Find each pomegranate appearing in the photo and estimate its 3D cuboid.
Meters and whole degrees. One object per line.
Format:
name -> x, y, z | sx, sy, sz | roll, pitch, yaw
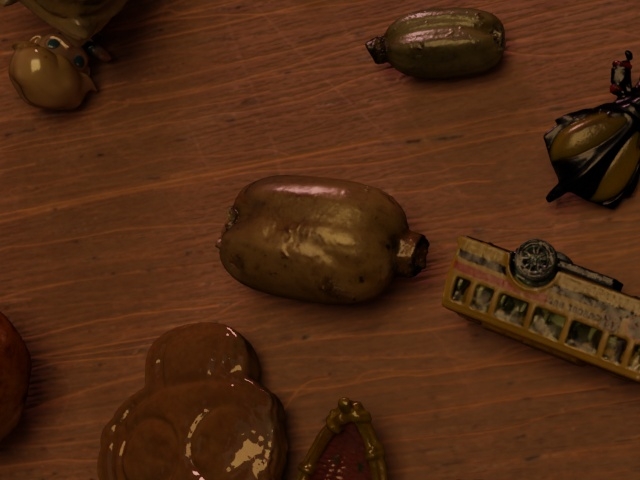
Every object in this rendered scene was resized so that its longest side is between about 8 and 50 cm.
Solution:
pomegranate -> -0.503, 0.180, 1.826 | 0.248, 0.248, 0.248 | -6, 71, 17

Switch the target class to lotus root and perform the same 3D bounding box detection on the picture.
lotus root -> 0.151, -0.257, 1.829 | 0.183, 0.077, 0.090 | -4, 64, 14
lotus root -> 0.000, 0.000, 1.759 | 0.284, 0.146, 0.160 | 9, 93, 18

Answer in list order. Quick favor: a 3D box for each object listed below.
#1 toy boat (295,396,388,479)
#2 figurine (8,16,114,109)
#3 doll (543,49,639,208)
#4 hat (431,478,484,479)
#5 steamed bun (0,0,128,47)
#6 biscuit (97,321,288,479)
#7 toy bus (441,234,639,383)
toy boat -> 0.015, 0.350, 1.664 | 0.141, 0.099, 0.318 | 5, 77, 24
figurine -> -0.358, -0.273, 1.998 | 0.108, 0.114, 0.196 | 22, 68, 46
doll -> 0.368, -0.138, 1.713 | 0.248, 0.088, 0.127 | -41, 65, -2
hat -> 0.256, 0.362, 1.510 | 0.400, 0.285, 0.285 | -14, 67, -6
steamed bun -> -0.351, -0.453, 1.984 | 0.247, 0.189, 0.428 | 26, 58, -10
biscuit -> -0.169, 0.280, 1.749 | 0.269, 0.051, 0.376 | -12, 64, 25
toy bus -> 0.315, 0.087, 1.639 | 0.335, 0.121, 0.123 | 21, 89, 23
